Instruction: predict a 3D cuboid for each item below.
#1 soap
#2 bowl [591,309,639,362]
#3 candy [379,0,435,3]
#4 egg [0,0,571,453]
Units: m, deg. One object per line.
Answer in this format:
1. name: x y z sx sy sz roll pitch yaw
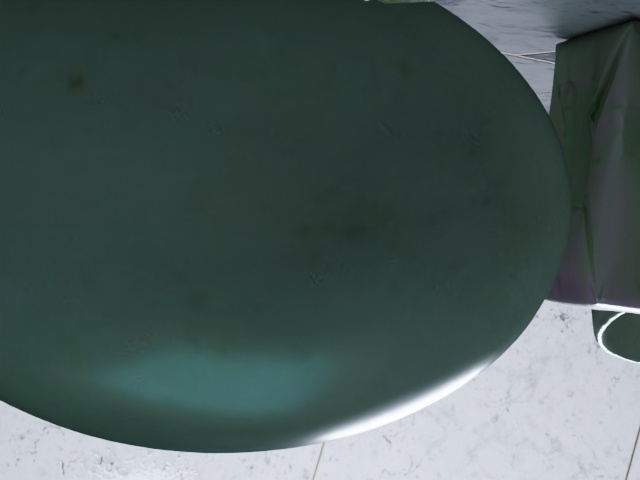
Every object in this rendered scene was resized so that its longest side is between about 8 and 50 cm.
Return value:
1. soap: 0.251 -0.038 1.197 0.199 0.182 0.138 6 178 -17
2. bowl: 0.369 -0.003 1.523 0.307 0.163 0.307 -6 160 -2
3. candy: 0.080 -0.122 0.513 0.194 0.097 0.062 2 173 38
4. egg: -0.061 -0.024 0.987 0.389 0.276 0.276 3 177 9
